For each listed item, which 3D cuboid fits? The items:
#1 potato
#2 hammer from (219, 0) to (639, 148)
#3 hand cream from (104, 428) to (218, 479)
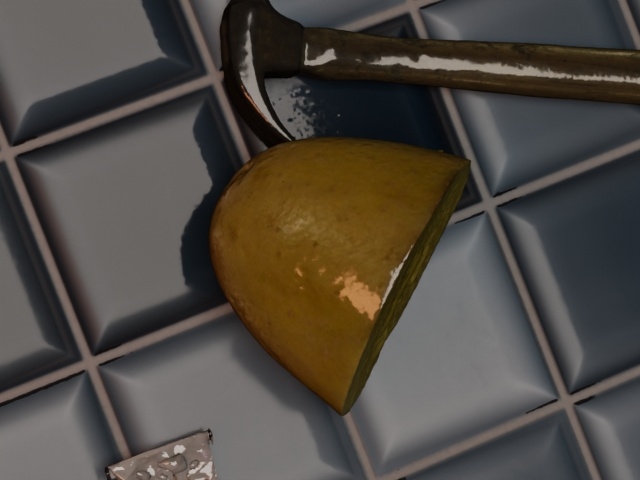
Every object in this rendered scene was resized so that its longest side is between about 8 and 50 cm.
[{"bbox_3d":[0.000,0.000,1.278,0.158,0.178,0.203,30,105,7],"label":"potato"},{"bbox_3d":[0.141,-0.137,1.368,0.440,0.044,0.168,2,85,-12],"label":"hammer"},{"bbox_3d":[-0.084,0.273,1.289,0.084,0.050,0.257,-16,83,-15],"label":"hand cream"}]
